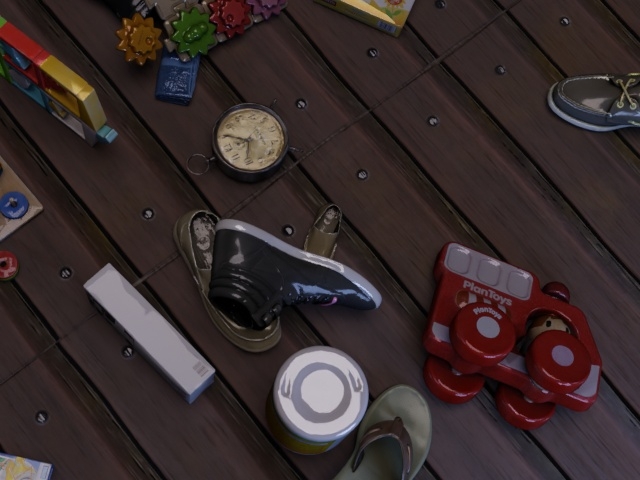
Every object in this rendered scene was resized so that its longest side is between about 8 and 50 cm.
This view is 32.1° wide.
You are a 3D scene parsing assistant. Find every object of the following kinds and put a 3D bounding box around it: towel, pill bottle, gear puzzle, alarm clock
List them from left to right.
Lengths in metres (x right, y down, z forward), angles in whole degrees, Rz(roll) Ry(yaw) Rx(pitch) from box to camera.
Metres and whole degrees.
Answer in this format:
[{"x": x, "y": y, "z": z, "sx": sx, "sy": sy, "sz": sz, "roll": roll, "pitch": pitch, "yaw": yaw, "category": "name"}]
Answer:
[{"x": -0.246, "y": -0.296, "z": 1.926, "sx": 0.067, "sy": 0.029, "sz": 0.119, "roll": 9, "pitch": 72, "yaw": -3, "category": "towel"}, {"x": -0.207, "y": -0.408, "z": 1.892, "sx": 0.339, "sy": 0.044, "sz": 0.175, "roll": -34, "pitch": 113, "yaw": -24, "category": "gear puzzle"}, {"x": -0.137, "y": -0.157, "z": 1.877, "sx": 0.192, "sy": 0.064, "sz": 0.129, "roll": -23, "pitch": 77, "yaw": -16, "category": "alarm clock"}, {"x": -0.013, "y": 0.248, "z": 1.670, "sx": 0.136, "sy": 0.245, "sz": 0.136, "roll": 2, "pitch": 72, "yaw": -7, "category": "pill bottle"}]

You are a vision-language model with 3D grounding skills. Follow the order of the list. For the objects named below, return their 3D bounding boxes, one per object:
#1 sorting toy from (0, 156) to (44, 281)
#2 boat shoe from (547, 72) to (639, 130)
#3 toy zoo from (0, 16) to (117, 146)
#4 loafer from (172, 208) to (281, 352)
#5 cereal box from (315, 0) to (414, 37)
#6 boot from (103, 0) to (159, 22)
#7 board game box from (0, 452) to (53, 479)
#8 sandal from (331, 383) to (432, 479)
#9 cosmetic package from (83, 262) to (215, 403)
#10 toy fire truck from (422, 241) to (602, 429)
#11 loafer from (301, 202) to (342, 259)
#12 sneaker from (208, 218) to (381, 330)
[{"x": -0.551, "y": -0.073, "z": 1.808, "sx": 0.132, "sy": 0.046, "sz": 0.274, "roll": -39, "pitch": 81, "yaw": -17, "category": "sorting toy"}, {"x": 0.561, "y": -0.250, "z": 1.980, "sx": 0.305, "sy": 0.091, "sz": 0.109, "roll": 8, "pitch": 72, "yaw": -5, "category": "boat shoe"}, {"x": -0.445, "y": -0.256, "z": 1.802, "sx": 0.293, "sy": 0.192, "sz": 0.030, "roll": 38, "pitch": 72, "yaw": 6, "category": "toy zoo"}, {"x": -0.154, "y": 0.061, "z": 1.792, "sx": 0.102, "sy": 0.092, "sz": 0.268, "roll": -33, "pitch": 79, "yaw": -15, "category": "loafer"}, {"x": 0.111, "y": -0.508, "z": 2.028, "sx": 0.173, "sy": 0.047, "sz": 0.240, "roll": 25, "pitch": 71, "yaw": 1, "category": "cereal box"}, {"x": -0.321, "y": -0.507, "z": 1.947, "sx": 0.207, "sy": 0.094, "sz": 0.246, "roll": 41, "pitch": 78, "yaw": 2, "category": "boot"}, {"x": -0.495, "y": 0.420, "z": 1.666, "sx": 0.136, "sy": 0.035, "sz": 0.201, "roll": 13, "pitch": 71, "yaw": -3, "category": "board game box"}, {"x": 0.096, "y": 0.345, "z": 1.712, "sx": 0.120, "sy": 0.086, "sz": 0.302, "roll": 34, "pitch": 51, "yaw": 1, "category": "sandal"}, {"x": -0.269, "y": 0.149, "z": 1.748, "sx": 0.239, "sy": 0.099, "sz": 0.060, "roll": 44, "pitch": 75, "yaw": 8, "category": "cosmetic package"}, {"x": 0.314, "y": 0.144, "z": 1.802, "sx": 0.302, "sy": 0.169, "sz": 0.253, "roll": 20, "pitch": 53, "yaw": -2, "category": "toy fire truck"}, {"x": 0.000, "y": 0.000, "z": 1.852, "sx": 0.056, "sy": 0.050, "sz": 0.148, "roll": 14, "pitch": 71, "yaw": -3, "category": "loafer"}, {"x": -0.049, "y": 0.089, "z": 1.739, "sx": 0.296, "sy": 0.104, "sz": 0.146, "roll": 24, "pitch": 67, "yaw": -19, "category": "sneaker"}]
